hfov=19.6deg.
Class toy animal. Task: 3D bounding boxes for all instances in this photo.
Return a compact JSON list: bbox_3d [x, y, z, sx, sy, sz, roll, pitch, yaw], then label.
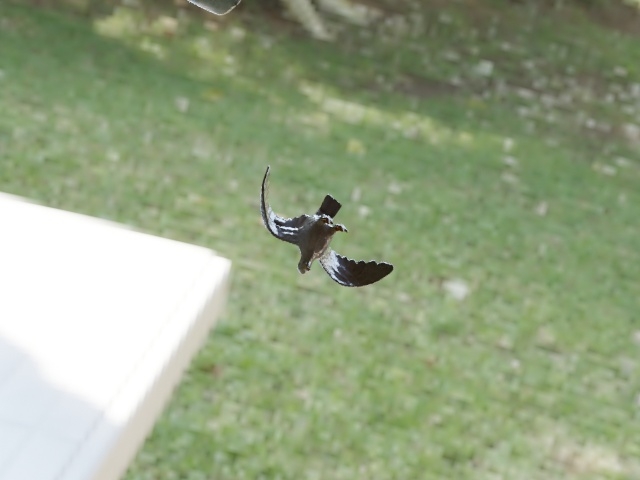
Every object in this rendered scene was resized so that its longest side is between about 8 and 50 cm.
[{"bbox_3d":[0.000,-0.001,0.924,0.084,0.028,0.050,38,21,-9],"label":"toy animal"}]

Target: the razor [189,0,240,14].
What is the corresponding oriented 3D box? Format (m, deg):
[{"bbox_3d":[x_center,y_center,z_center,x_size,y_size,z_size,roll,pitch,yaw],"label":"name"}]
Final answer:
[{"bbox_3d":[-0.126,-0.139,0.662,0.232,0.106,0.068,23,19,-27],"label":"razor"}]
